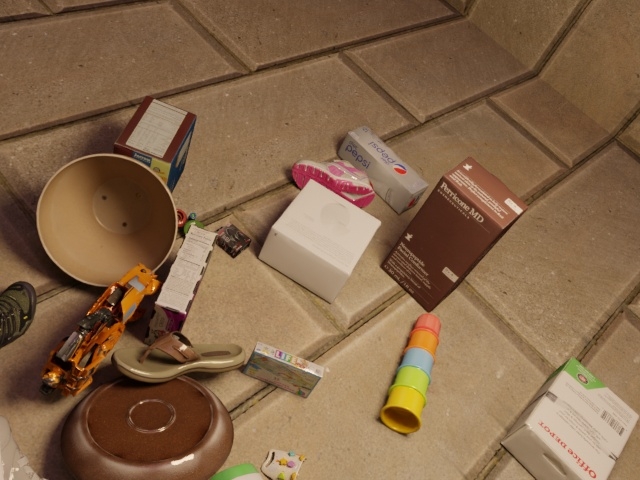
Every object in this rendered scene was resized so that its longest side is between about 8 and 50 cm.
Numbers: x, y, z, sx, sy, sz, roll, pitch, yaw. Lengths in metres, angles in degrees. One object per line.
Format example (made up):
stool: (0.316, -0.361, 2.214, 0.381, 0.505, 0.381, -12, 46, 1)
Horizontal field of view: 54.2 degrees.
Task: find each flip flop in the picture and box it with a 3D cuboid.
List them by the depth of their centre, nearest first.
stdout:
flip flop: (-0.278, 0.222, 1.255, 0.277, 0.080, 0.112, 2, 20, -29)

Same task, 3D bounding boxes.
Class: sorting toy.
sorting toy: (-0.076, 0.452, 1.257, 0.075, 0.045, 0.083, 15, 44, 14)
sorting toy: (-0.335, -0.040, 1.562, 0.102, 0.042, 0.061, 40, 61, -5)

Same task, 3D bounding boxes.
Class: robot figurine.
robot figurine: (-0.428, 0.179, 1.217, 0.085, 0.211, 0.291, 35, 40, -5)

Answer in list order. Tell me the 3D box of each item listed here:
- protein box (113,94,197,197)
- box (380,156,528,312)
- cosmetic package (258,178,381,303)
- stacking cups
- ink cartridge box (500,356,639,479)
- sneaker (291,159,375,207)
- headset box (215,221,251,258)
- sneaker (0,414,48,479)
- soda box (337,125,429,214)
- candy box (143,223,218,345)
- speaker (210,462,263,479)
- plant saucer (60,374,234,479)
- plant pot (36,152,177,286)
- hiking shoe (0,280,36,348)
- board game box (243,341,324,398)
protein box: (-0.416, -0.204, 1.548, 0.135, 0.200, 0.201, 21, 46, -7)
box: (0.328, -0.004, 1.592, 0.191, 0.381, 0.143, 44, 48, 15)
cosmetic package: (0.000, 0.000, 1.608, 0.224, 0.138, 0.225, 32, 44, 4)
stacking cups: (0.226, 0.307, 1.495, 0.096, 0.096, 0.316, 29, 40, 1)
ink cartridge box: (0.600, 0.454, 1.502, 0.211, 0.122, 0.289, 45, 48, 16)
sneaker: (0.035, -0.182, 1.818, 0.252, 0.103, 0.111, 18, 42, -18)
headset box: (-0.226, -0.003, 1.580, 0.083, 0.032, 0.062, 40, 47, 10)
sneaker: (-0.517, 0.422, 1.054, 0.115, 0.105, 0.281, 17, 35, -54)
soda box: (0.187, -0.217, 1.910, 0.091, 0.098, 0.286, -29, 68, -41)
candy box: (-0.303, 0.101, 1.365, 0.071, 0.159, 0.233, 22, 45, -7)
speaker: (-0.114, 0.551, 1.086, 0.131, 0.131, 0.297, -9, 56, -31)
plant saucer: (-0.313, 0.337, 1.154, 0.310, 0.050, 0.311, 8, 27, -4)
plant pot: (-0.455, -0.062, 1.391, 0.284, 0.284, 0.191, 16, 12, -12)
hiking shoe: (-0.620, 0.154, 1.203, 0.086, 0.114, 0.227, 24, 46, -5)
board game box: (-0.081, 0.281, 1.351, 0.154, 0.103, 0.026, 23, 46, -6)
